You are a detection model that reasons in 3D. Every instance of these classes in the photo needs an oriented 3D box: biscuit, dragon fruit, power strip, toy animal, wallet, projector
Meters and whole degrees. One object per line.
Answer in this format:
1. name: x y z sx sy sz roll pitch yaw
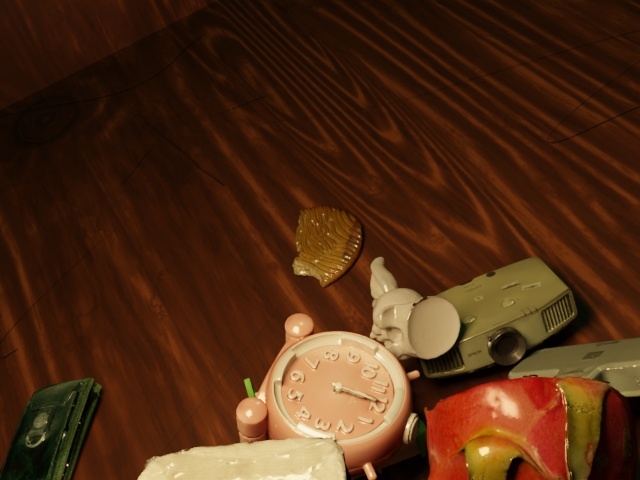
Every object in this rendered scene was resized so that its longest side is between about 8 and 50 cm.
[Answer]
1. biscuit: 0.000 -0.001 1.908 0.176 0.031 0.228 -35 42 -16
2. dragon fruit: 0.278 0.329 1.221 0.306 0.305 0.225 -7 57 17
3. power strip: 0.396 0.202 1.368 0.265 0.059 0.194 -13 6 41
4. toy animal: 0.113 0.117 1.520 0.131 0.103 0.221 -36 25 -15
5. wallet: -0.502 0.363 1.719 0.160 0.055 0.236 -12 41 22
6. projector: 0.279 0.137 1.552 0.270 0.088 0.193 -23 24 -1

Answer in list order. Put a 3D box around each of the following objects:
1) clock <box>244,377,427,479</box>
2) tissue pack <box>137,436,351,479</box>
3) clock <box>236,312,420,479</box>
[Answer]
1. clock: 0.030 0.293 1.517 0.255 0.106 0.219 -19 41 -3
2. tissue pack: -0.053 0.459 1.111 0.264 0.416 0.253 -9 37 11
3. clock: 0.028 0.251 1.392 0.241 0.142 0.227 15 48 17
